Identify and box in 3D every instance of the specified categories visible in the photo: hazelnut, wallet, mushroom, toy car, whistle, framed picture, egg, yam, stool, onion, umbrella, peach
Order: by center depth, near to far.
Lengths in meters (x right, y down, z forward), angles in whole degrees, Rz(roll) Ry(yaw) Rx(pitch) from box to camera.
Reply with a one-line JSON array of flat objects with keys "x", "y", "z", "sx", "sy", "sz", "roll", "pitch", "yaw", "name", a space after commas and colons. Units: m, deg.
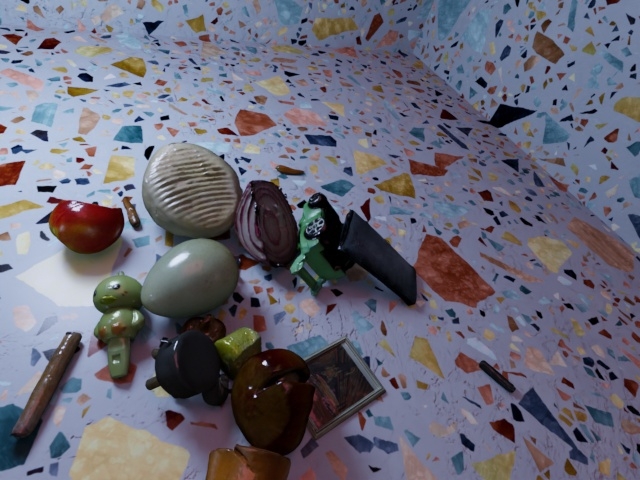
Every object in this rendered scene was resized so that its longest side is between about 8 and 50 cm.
[{"x": -0.664, "y": 0.345, "z": 0.982, "sx": 0.046, "sy": 0.046, "sz": 0.264, "roll": 12, "pitch": 46, "yaw": -8, "name": "yam"}, {"x": -0.113, "y": 0.409, "z": 1.022, "sx": 0.216, "sy": 0.217, "sz": 0.252, "roll": 1, "pitch": 58, "yaw": -19, "name": "hazelnut"}, {"x": -0.340, "y": 0.343, "z": 1.024, "sx": 0.228, "sy": 0.139, "sz": 0.153, "roll": 62, "pitch": 23, "yaw": -1, "name": "stool"}, {"x": -0.553, "y": 0.210, "z": 1.086, "sx": 0.141, "sy": 0.141, "sz": 0.294, "roll": 1, "pitch": 48, "yaw": -18, "name": "whistle"}, {"x": -0.334, "y": 0.265, "z": 1.148, "sx": 0.126, "sy": 0.085, "sz": 0.110, "roll": 13, "pitch": 72, "yaw": -5, "name": "mushroom"}, {"x": -0.380, "y": 0.115, "z": 1.175, "sx": 0.295, "sy": 0.219, "sz": 0.218, "roll": -28, "pitch": 62, "yaw": -37, "name": "egg"}, {"x": 0.035, "y": 0.417, "z": 1.181, "sx": 0.273, "sy": 0.016, "sz": 0.216, "roll": -20, "pitch": 58, "yaw": -33, "name": "framed picture"}, {"x": -0.719, "y": -0.058, "z": 1.243, "sx": 0.190, "sy": 0.190, "sz": 0.192, "roll": 33, "pitch": 65, "yaw": 12, "name": "peach"}, {"x": 0.586, "y": 0.450, "z": 1.333, "sx": 0.133, "sy": 0.031, "sz": 0.036, "roll": 42, "pitch": 50, "yaw": 19, "name": "umbrella"}, {"x": -0.190, "y": -0.045, "z": 1.433, "sx": 0.280, "sy": 0.145, "sz": 0.315, "roll": -3, "pitch": 76, "yaw": -66, "name": "onion"}, {"x": 0.219, "y": 0.066, "z": 1.439, "sx": 0.379, "sy": 0.046, "sz": 0.191, "roll": 40, "pitch": 42, "yaw": -23, "name": "wallet"}, {"x": 0.000, "y": 0.000, "z": 1.442, "sx": 0.213, "sy": 0.176, "sz": 0.359, "roll": 49, "pitch": 23, "yaw": -36, "name": "toy car"}]

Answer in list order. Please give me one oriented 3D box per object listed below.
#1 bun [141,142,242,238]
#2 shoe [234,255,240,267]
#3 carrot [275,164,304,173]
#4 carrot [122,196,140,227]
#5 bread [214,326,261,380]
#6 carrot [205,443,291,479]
[{"x": -0.454, "y": -0.159, "z": 1.409, "sx": 0.362, "sy": 0.234, "sz": 0.326, "roll": 43, "pitch": 55, "yaw": -4, "name": "bun"}, {"x": -0.300, "y": 0.101, "z": 1.337, "sx": 0.062, "sy": 0.053, "sz": 0.160, "roll": 16, "pitch": 42, "yaw": -9, "name": "shoe"}, {"x": -0.139, "y": -0.314, "z": 1.799, "sx": 0.142, "sy": 0.035, "sz": 0.035, "roll": 7, "pitch": 46, "yaw": -23, "name": "carrot"}, {"x": -0.668, "y": -0.105, "z": 1.414, "sx": 0.035, "sy": 0.036, "sz": 0.165, "roll": -14, "pitch": 52, "yaw": -30, "name": "carrot"}, {"x": -0.231, "y": 0.311, "z": 1.115, "sx": 0.111, "sy": 0.129, "sz": 0.114, "roll": 24, "pitch": 33, "yaw": 29, "name": "bread"}, {"x": -0.171, "y": 0.586, "z": 0.834, "sx": 0.195, "sy": 0.196, "sz": 0.255, "roll": 14, "pitch": 49, "yaw": -7, "name": "carrot"}]
